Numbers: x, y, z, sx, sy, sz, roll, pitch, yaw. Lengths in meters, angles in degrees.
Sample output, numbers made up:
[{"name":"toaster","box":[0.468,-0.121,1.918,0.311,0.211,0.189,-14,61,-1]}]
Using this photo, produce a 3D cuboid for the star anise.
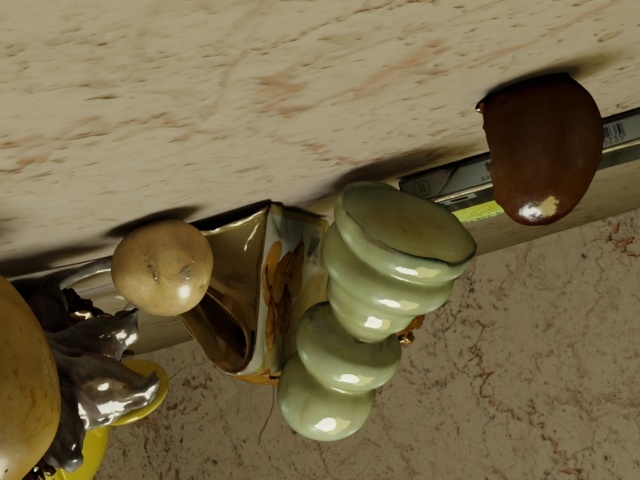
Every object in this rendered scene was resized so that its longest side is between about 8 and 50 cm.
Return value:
[{"name":"star anise","box":[-0.313,0.160,1.242,0.359,0.316,0.139,-20,136,-22]}]

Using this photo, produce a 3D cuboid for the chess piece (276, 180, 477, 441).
[{"name":"chess piece","box":[0.047,0.108,1.315,0.182,0.182,0.330,-8,129,-47]}]

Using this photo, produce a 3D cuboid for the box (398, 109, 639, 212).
[{"name":"box","box":[0.275,-0.096,1.405,0.325,0.047,0.180,-15,174,12]}]

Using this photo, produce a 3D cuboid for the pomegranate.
[{"name":"pomegranate","box":[-0.389,0.152,0.985,0.307,0.307,0.307,-14,174,-2]}]

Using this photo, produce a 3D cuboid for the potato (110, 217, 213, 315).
[{"name":"potato","box":[-0.183,0.028,1.207,0.112,0.112,0.147,-10,165,-37]}]

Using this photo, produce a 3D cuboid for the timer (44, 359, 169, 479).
[{"name":"timer","box":[-0.479,0.263,1.704,0.387,0.376,0.376,-37,-175,-29]}]

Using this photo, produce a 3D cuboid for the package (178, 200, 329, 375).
[{"name":"package","box":[-0.106,0.062,1.415,0.165,0.221,0.311,5,179,17]}]

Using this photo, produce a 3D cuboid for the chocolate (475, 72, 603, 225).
[{"name":"chocolate","box":[0.207,-0.082,0.995,0.124,0.133,0.127,-16,177,-20]}]

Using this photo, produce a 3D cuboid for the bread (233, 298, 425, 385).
[{"name":"bread","box":[0.001,0.120,1.860,0.358,0.204,0.337,-9,162,-25]}]

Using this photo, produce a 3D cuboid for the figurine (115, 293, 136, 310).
[{"name":"figurine","box":[-0.223,0.073,1.588,0.146,0.081,0.098,-17,174,18]}]

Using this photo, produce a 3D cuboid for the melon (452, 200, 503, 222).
[{"name":"melon","box":[0.203,-0.055,1.607,0.262,0.053,0.114,-15,166,0]}]

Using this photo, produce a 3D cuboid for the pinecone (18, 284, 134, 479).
[{"name":"pinecone","box":[-0.388,0.204,1.437,0.246,0.292,0.246,19,166,5]}]
